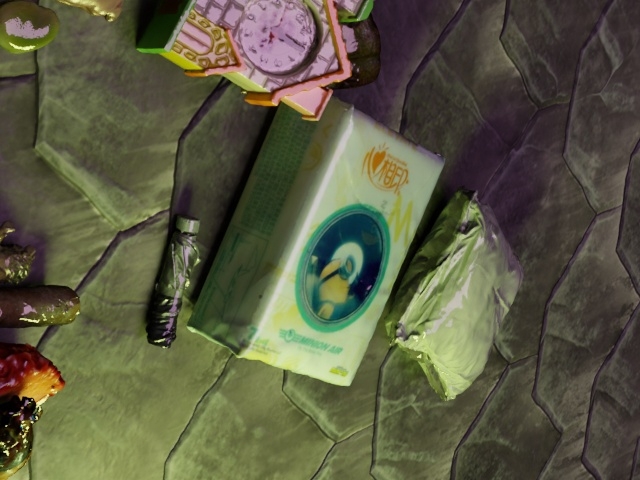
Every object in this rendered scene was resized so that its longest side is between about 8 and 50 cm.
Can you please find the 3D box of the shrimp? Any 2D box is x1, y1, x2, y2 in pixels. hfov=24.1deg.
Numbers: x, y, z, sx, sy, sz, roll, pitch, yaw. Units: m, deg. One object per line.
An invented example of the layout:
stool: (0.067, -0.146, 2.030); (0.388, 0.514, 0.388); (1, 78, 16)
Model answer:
shrimp: (-0.433, 0.278, 1.805); (0.222, 0.054, 0.290); (-29, 166, -36)

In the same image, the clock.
clock: (-0.070, -0.283, 1.952); (0.255, 0.106, 0.220); (29, 84, -26)

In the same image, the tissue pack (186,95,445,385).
tissue pack: (0.000, 0.000, 2.216); (0.287, 0.162, 0.388); (23, 90, -52)

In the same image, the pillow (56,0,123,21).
pillow: (-0.290, -0.384, 1.734); (0.223, 0.084, 0.236); (16, 91, -52)

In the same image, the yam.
yam: (-0.409, 0.083, 1.842); (0.253, 0.061, 0.061); (0, 108, -49)

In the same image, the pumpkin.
pumpkin: (-0.007, -0.276, 2.099); (0.248, 0.126, 0.131); (-24, 123, -42)

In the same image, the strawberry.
strawberry: (-0.417, 0.171, 1.844); (0.190, 0.111, 0.236); (-40, 169, 13)

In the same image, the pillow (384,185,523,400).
pillow: (0.240, 0.102, 2.578); (0.310, 0.138, 0.283); (-62, 143, -13)

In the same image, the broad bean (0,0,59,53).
broad bean: (-0.349, -0.251, 1.764); (0.083, 0.045, 0.063); (-10, 114, -39)

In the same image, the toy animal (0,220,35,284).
toy animal: (-0.417, 0.015, 1.785); (0.220, 0.086, 0.069); (19, 53, -48)

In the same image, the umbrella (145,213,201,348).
umbrella: (-0.203, 0.057, 2.095); (0.050, 0.046, 0.188); (7, 97, -56)
